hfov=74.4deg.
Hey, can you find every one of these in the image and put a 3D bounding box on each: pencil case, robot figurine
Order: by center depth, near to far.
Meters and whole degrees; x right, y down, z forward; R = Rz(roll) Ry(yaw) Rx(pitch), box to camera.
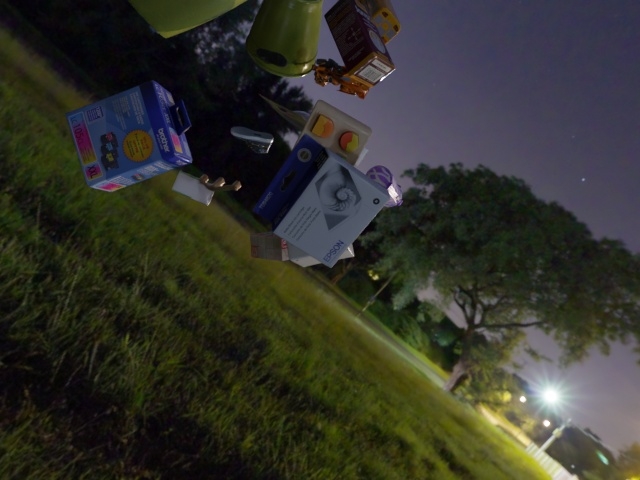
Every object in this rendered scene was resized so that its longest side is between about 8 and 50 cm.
[{"bbox_3d":[0.194,-0.157,1.271,0.088,0.086,0.206,47,10,21],"label":"pencil case"},{"bbox_3d":[0.094,-0.765,1.995,0.291,0.085,0.211,16,-4,-4],"label":"robot figurine"}]

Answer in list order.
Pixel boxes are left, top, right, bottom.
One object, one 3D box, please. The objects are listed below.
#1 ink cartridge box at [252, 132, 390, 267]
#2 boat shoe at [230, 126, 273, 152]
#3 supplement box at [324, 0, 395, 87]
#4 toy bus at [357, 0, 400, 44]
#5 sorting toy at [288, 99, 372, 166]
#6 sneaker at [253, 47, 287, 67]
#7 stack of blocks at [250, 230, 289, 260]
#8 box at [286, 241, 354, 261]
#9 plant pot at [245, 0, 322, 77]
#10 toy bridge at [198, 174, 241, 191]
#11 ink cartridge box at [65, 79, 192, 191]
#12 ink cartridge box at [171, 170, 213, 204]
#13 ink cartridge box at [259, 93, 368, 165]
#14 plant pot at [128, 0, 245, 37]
[{"bbox_3d":[-0.003,-0.078,0.915,0.224,0.223,0.045,32,26,-13],"label":"ink cartridge box"},{"bbox_3d":[-0.296,-0.421,1.791,0.183,0.083,0.065,8,44,-21],"label":"boat shoe"},{"bbox_3d":[0.096,-0.488,1.036,0.104,0.081,0.188,-1,67,-52],"label":"supplement box"},{"bbox_3d":[0.183,-0.815,1.499,0.108,0.130,0.333,32,38,-34],"label":"toy bus"},{"bbox_3d":[0.031,-0.282,1.259,0.193,0.208,0.038,24,12,-18],"label":"sorting toy"},{"bbox_3d":[-0.217,-0.794,1.833,0.170,0.051,0.089,23,10,-1],"label":"sneaker"},{"bbox_3d":[-0.097,0.019,1.551,0.297,0.087,0.171,5,11,40],"label":"stack of blocks"},{"bbox_3d":[0.000,0.000,1.311,0.182,0.181,0.119,46,33,-75],"label":"box"},{"bbox_3d":[-0.143,-1.040,1.998,0.366,0.366,0.353,44,-35,7],"label":"plant pot"},{"bbox_3d":[-0.383,-0.209,1.572,0.188,0.063,0.026,14,-43,29],"label":"toy bridge"},{"bbox_3d":[-0.627,-0.364,1.460,0.151,0.395,0.270,-4,76,-85],"label":"ink cartridge box"},{"bbox_3d":[-0.534,-0.222,1.776,0.154,0.093,0.212,23,-1,-19],"label":"ink cartridge box"},{"bbox_3d":[-0.023,-0.463,1.674,0.308,0.091,0.385,39,6,40],"label":"ink cartridge box"},{"bbox_3d":[-0.285,-0.599,0.922,0.275,0.293,0.275,49,8,-9],"label":"plant pot"}]
